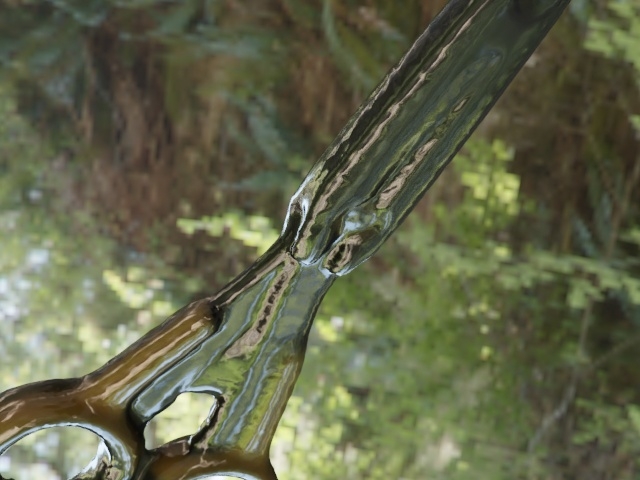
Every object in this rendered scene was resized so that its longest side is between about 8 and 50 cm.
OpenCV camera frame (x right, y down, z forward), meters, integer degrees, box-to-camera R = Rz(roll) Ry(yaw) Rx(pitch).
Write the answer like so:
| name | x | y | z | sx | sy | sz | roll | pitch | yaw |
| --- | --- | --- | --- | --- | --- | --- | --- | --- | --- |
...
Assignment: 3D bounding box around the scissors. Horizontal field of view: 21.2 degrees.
| name | x | y | z | sx | sy | sz | roll | pitch | yaw |
| --- | --- | --- | --- | --- | --- | --- | --- | --- | --- |
| scissors | 0.000 | 0.000 | 0.394 | 0.088 | 0.220 | 0.017 | 24 | -153 | -31 |
